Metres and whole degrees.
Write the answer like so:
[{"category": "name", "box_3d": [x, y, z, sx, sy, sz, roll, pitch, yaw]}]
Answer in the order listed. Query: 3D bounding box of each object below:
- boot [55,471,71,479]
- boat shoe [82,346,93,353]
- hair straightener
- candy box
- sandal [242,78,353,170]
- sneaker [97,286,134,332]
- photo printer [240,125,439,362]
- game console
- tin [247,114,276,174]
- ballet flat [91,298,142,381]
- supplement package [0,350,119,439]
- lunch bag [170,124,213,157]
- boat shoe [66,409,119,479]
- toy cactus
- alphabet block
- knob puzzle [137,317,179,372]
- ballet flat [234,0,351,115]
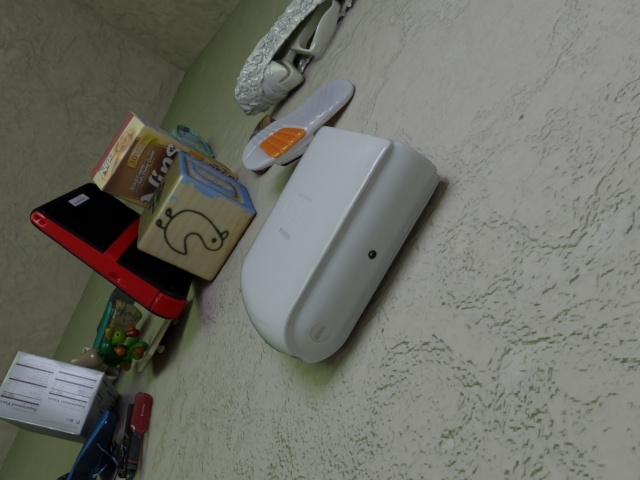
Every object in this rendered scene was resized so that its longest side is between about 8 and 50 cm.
[{"category": "boot", "box_3d": [-0.635, 0.677, 1.243, 0.246, 0.083, 0.161, -56, -13, -47]}, {"category": "boat shoe", "box_3d": [-0.722, 0.435, 1.628, 0.098, 0.096, 0.277, -54, 27, 15]}, {"category": "hair straightener", "box_3d": [-0.396, 0.436, 1.112, 0.089, 0.047, 0.230, -51, 33, 22]}, {"category": "candy box", "box_3d": [-0.379, -0.160, 1.320, 0.087, 0.316, 0.183, 40, 98, 36]}, {"category": "sandal", "box_3d": [-0.033, -0.209, 1.048, 0.265, 0.076, 0.102, -34, 47, 8]}, {"category": "sneaker", "box_3d": [-0.707, 0.245, 1.801, 0.118, 0.083, 0.222, -13, 55, 57]}, {"category": "photo printer", "box_3d": [0.000, 0.000, 0.733, 0.308, 0.107, 0.256, -60, 26, 4]}, {"category": "game console", "box_3d": [-0.435, 0.012, 1.190, 0.060, 0.342, 0.386, -52, 15, 6]}, {"category": "tin", "box_3d": [-0.138, -0.234, 1.291, 0.106, 0.040, 0.190, -51, 28, 29]}, {"category": "ballet flat", "box_3d": [-0.612, 0.335, 1.511, 0.349, 0.123, 0.123, -63, 26, 6]}, {"category": "supplement package", "box_3d": [-0.630, 0.393, 1.283, 0.262, 0.204, 0.145, 114, 170, -60]}, {"category": "lunch bag", "box_3d": [-0.496, -0.272, 1.838, 0.223, 0.160, 0.262, -57, 32, 12]}, {"category": "boat shoe", "box_3d": [-0.502, 0.497, 1.192, 0.258, 0.089, 0.109, -60, 13, 15]}, {"category": "toy cactus", "box_3d": [-0.530, 0.275, 1.331, 0.112, 0.180, 0.219, 71, 156, 14]}, {"category": "alphabet block", "box_3d": [-0.289, -0.059, 1.221, 0.197, 0.192, 0.193, -56, 25, 13]}, {"category": "knob puzzle", "box_3d": [-0.384, 0.238, 1.280, 0.213, 0.030, 0.213, -55, 13, 20]}, {"category": "ballet flat", "box_3d": [-0.068, -0.464, 1.290, 0.409, 0.147, 0.147, -53, 27, 17]}]
